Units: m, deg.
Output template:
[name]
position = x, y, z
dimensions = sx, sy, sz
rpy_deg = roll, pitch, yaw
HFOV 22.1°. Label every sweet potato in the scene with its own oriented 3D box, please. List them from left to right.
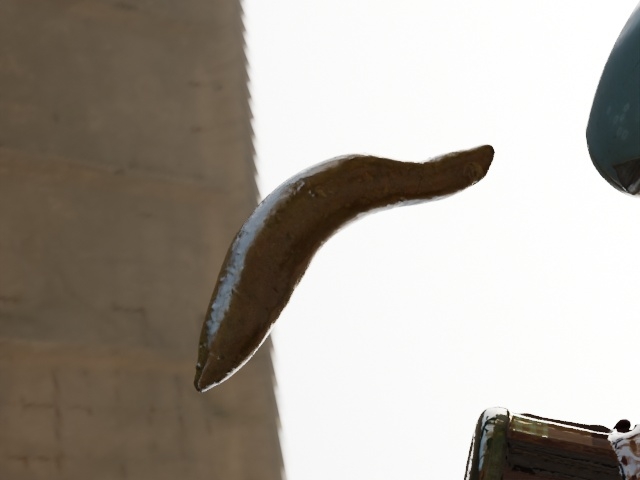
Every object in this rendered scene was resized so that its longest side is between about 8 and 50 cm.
[sweet potato]
position = -0.002, -0.008, 1.457
dimensions = 0.346, 0.079, 0.108
rpy_deg = -37, -95, -12

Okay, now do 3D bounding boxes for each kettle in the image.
[kettle]
position = 0.474, -0.211, 2.062
dimensions = 0.247, 0.342, 0.319
rpy_deg = 33, -140, -4

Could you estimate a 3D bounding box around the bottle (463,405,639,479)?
[bottle]
position = 0.251, 0.225, 1.331
dimensions = 0.143, 0.271, 0.156
rpy_deg = -60, -21, -79
